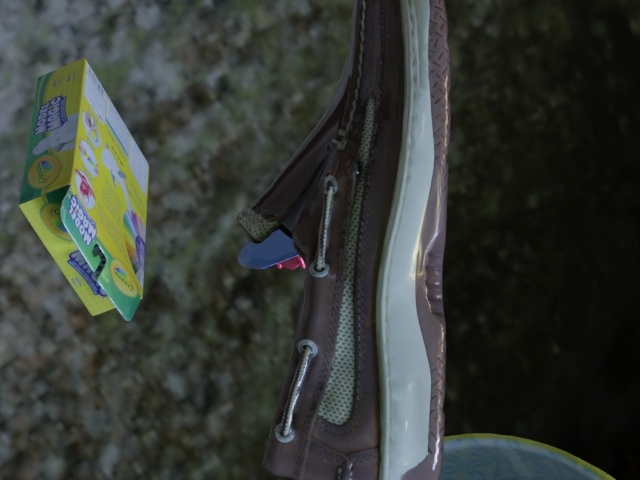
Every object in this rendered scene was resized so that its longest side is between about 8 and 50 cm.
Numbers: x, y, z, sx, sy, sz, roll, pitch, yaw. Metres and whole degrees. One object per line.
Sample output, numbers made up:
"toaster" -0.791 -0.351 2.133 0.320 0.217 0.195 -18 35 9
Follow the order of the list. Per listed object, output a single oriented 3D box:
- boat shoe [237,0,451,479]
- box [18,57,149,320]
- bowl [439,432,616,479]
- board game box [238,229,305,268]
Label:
"boat shoe" 0.009 -0.013 0.847 0.095 0.095 0.257 1 -101 -1
"box" -0.155 -0.030 1.237 0.043 0.105 0.179 -22 -146 10
"bowl" 0.126 0.270 1.168 0.289 0.156 0.289 -5 -100 27
"board game box" 0.000 0.000 1.866 0.168 0.033 0.133 -22 -163 11
